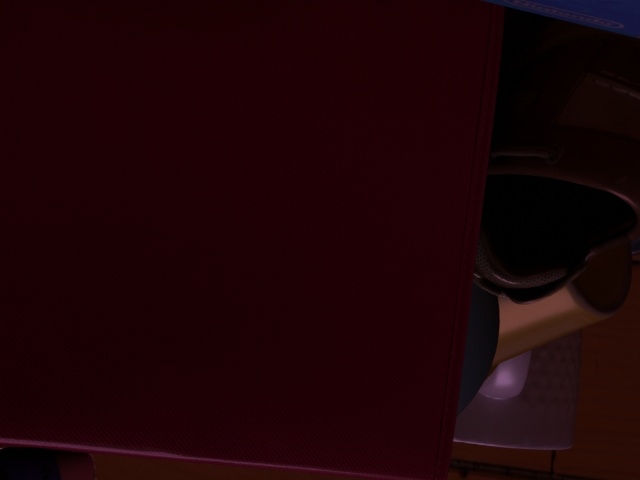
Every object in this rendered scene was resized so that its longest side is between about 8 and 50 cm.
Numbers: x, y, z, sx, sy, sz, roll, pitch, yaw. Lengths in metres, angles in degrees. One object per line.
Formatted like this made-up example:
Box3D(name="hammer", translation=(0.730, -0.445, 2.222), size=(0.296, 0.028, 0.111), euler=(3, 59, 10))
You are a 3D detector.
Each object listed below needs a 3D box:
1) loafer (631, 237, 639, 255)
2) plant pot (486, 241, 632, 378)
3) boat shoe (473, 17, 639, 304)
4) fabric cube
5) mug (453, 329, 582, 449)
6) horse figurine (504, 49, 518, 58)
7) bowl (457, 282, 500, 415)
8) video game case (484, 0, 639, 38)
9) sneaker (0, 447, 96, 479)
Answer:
Box3D(name="loafer", translation=(0.343, -0.026, 1.283), size=(0.084, 0.096, 0.267), euler=(1, 177, -22))
Box3D(name="plant pot", translation=(0.156, 0.015, 1.196), size=(0.239, 0.254, 0.254), euler=(-14, 165, 36))
Box3D(name="boat shoe", translation=(0.111, -0.031, 0.711), size=(0.122, 0.120, 0.324), euler=(27, 162, -5))
Box3D(name="fabric cube", translation=(-0.085, -0.019, 0.677), size=(0.258, 0.254, 0.259), euler=(7, 178, -21))
Box3D(name="mug", translation=(0.223, 0.098, 1.642), size=(0.276, 0.328, 0.374), euler=(6, 177, -2))
Box3D(name="horse figurine", translation=(0.201, -0.076, 0.810), size=(0.263, 0.066, 0.174), euler=(8, 171, 36))
Box3D(name="bowl", translation=(0.000, 0.000, 0.960), size=(0.311, 0.311, 0.163), euler=(7, 141, -1))
Box3D(name="video game case", translation=(0.005, -0.112, 0.238), size=(0.269, 0.061, 0.244), euler=(13, 176, 1))
Box3D(name="sneaker", translation=(-0.169, 0.123, 0.613), size=(0.084, 0.058, 0.152), euler=(3, 175, -24))
